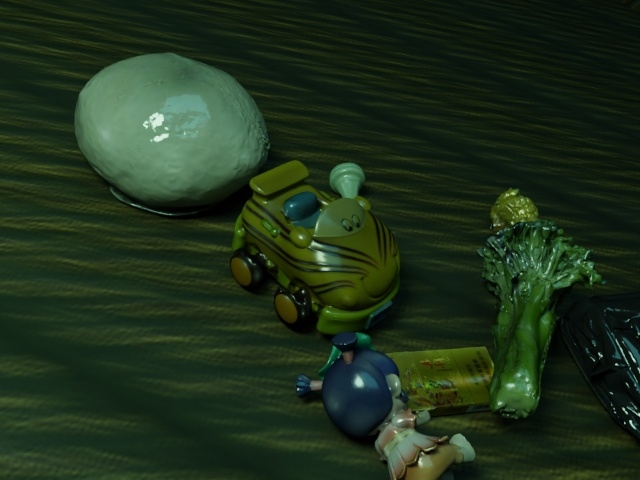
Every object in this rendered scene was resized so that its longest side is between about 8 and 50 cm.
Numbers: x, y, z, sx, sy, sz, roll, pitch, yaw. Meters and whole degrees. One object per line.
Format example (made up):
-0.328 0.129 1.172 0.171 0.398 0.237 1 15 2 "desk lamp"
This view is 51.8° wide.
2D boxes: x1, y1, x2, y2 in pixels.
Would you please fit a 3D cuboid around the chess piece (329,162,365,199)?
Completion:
0.048 -0.052 1.029 0.059 0.059 0.149 7 48 -14 "chess piece"

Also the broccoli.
0.264 0.102 0.860 0.145 0.165 0.304 26 44 -1 "broccoli"

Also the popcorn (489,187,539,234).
0.312 -0.038 1.097 0.084 0.084 0.084 11 41 -9 "popcorn"

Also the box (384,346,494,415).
0.157 0.177 0.830 0.156 0.022 0.089 2 42 -20 "box"

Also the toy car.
0.000 0.000 0.877 0.247 0.142 0.200 37 44 23 "toy car"

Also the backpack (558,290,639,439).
0.449 0.174 0.877 0.206 0.133 0.258 -1 51 -17 "backpack"

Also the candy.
-0.212 -0.173 0.964 0.295 0.185 0.296 8 46 -8 "candy"

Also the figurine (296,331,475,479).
0.070 0.186 0.722 0.102 0.112 0.195 -1 39 -52 "figurine"
